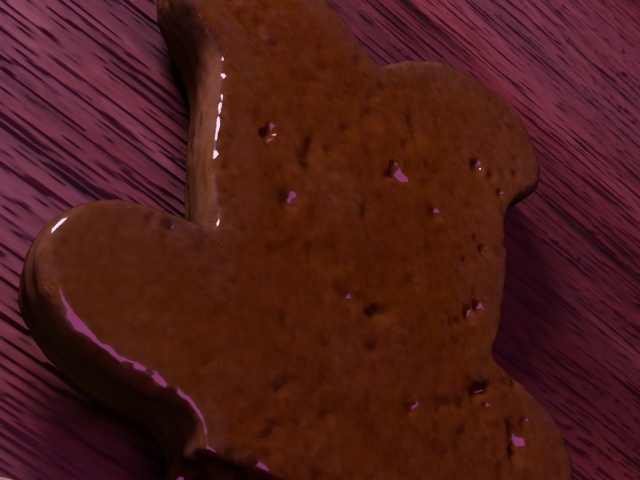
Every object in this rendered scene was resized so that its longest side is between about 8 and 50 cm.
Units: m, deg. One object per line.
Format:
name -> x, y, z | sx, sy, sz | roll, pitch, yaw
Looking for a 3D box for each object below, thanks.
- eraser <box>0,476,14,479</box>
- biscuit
eraser -> -0.159, 0.186, 0.387 | 0.058, 0.117, 0.172 | 23, 53, -20
biscuit -> 0.000, 0.000, 0.654 | 0.368, 0.076, 0.394 | 23, 50, -25
